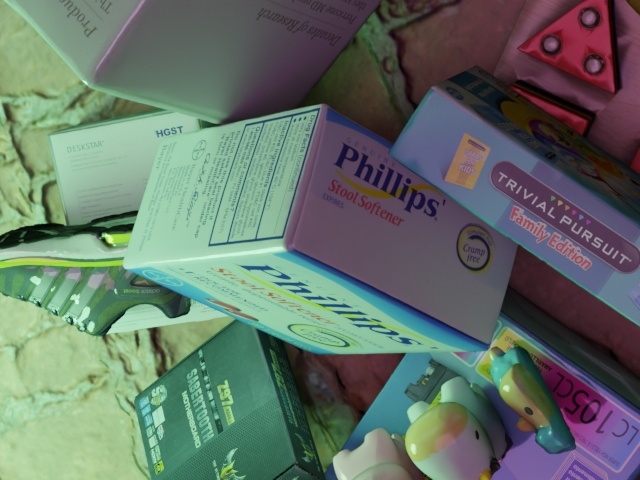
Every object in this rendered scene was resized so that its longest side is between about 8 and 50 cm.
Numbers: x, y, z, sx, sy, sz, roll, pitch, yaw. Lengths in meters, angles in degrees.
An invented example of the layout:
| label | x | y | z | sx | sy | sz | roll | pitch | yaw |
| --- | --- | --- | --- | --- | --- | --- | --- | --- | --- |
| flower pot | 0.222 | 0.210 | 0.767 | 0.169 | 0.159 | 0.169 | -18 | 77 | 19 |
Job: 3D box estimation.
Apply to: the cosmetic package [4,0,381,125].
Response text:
| label | x | y | z | sx | sy | sz | roll | pitch | yaw |
| --- | --- | --- | --- | --- | --- | --- | --- | --- | --- |
| cosmetic package | -0.108 | -0.367 | 1.647 | 0.329 | 0.327 | 0.393 | 47 | 109 | 26 |

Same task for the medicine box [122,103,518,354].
| label | x | y | z | sx | sy | sz | roll | pitch | yaw |
| --- | --- | --- | --- | --- | --- | --- | --- | --- | --- |
| medicine box | 0.000 | 0.000 | 1.695 | 0.289 | 0.263 | 0.149 | -5 | 63 | 53 |

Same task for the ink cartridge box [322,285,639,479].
| label | x | y | z | sx | sy | sz | roll | pitch | yaw |
| --- | --- | --- | --- | --- | --- | --- | --- | --- | --- |
| ink cartridge box | 0.155 | 0.266 | 1.814 | 0.270 | 0.151 | 0.395 | 36 | 105 | 12 |

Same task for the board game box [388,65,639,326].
| label | x | y | z | sx | sy | sz | roll | pitch | yaw |
| --- | --- | --- | --- | --- | --- | --- | --- | --- | --- |
| board game box | 0.244 | -0.033 | 1.607 | 0.336 | 0.254 | 0.079 | 34 | 106 | 6 |

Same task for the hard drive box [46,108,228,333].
| label | x | y | z | sx | sy | sz | roll | pitch | yaw |
| --- | --- | --- | --- | --- | --- | --- | --- | --- | --- |
| hard drive box | -0.181 | -0.026 | 1.898 | 0.181 | 0.089 | 0.232 | -8 | 98 | 16 |

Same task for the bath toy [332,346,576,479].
| label | x | y | z | sx | sy | sz | roll | pitch | yaw |
| --- | --- | --- | --- | --- | --- | --- | --- | --- | --- |
| bath toy | 0.080 | 0.241 | 1.676 | 0.348 | 0.151 | 0.129 | -36 | 67 | 18 |

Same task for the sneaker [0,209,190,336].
| label | x | y | z | sx | sy | sz | roll | pitch | yaw |
| --- | --- | --- | --- | --- | --- | --- | --- | --- | --- |
| sneaker | -0.272 | 0.046 | 1.837 | 0.300 | 0.111 | 0.121 | -7 | 103 | 19 |

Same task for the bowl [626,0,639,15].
| label | x | y | z | sx | sy | sz | roll | pitch | yaw |
| --- | --- | --- | --- | --- | --- | --- | --- | --- | --- |
| bowl | 0.358 | -0.316 | 1.654 | 0.156 | 0.289 | 0.289 | 2 | 105 | 58 |

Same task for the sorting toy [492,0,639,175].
| label | x | y | z | sx | sy | sz | roll | pitch | yaw |
| --- | --- | --- | --- | --- | --- | --- | --- | --- | --- |
| sorting toy | 0.299 | -0.140 | 1.752 | 0.257 | 0.089 | 0.255 | 26 | 106 | 9 |

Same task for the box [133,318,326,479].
| label | x | y | z | sx | sy | sz | roll | pitch | yaw |
| --- | --- | --- | --- | --- | --- | --- | --- | --- | --- |
| box | -0.103 | 0.214 | 1.864 | 0.183 | 0.232 | 0.059 | -37 | 134 | 18 |
